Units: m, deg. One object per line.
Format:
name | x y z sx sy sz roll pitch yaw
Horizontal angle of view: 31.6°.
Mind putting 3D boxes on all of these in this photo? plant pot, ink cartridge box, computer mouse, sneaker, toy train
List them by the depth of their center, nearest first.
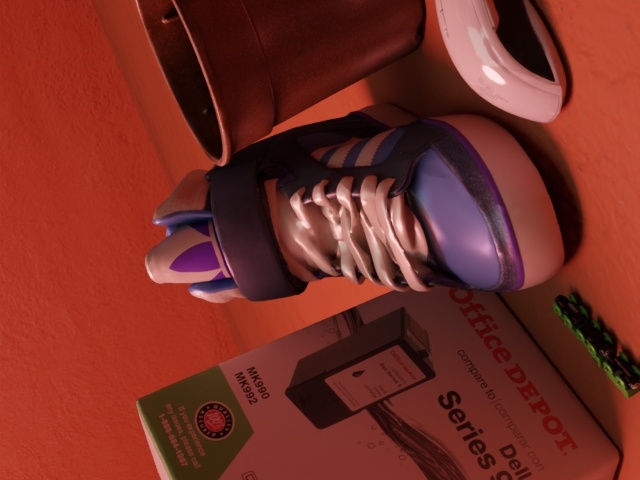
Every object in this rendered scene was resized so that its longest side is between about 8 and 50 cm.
computer mouse | 0.079 -0.150 0.650 0.193 0.042 0.106 64 166 8
toy train | 0.176 0.066 0.719 0.083 0.017 0.023 55 174 40
plant pot | -0.028 -0.160 0.789 0.167 0.165 0.167 60 167 24
sneaker | 0.000 -0.001 0.804 0.323 0.236 0.130 37 149 66
ink cartridge box | 0.039 0.165 0.842 0.211 0.289 0.121 56 162 35
